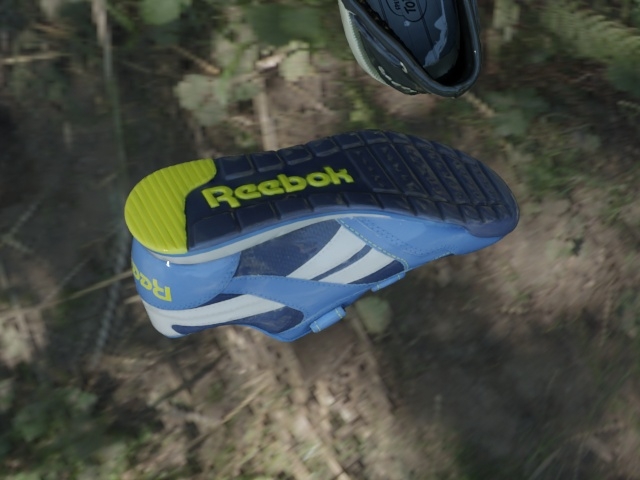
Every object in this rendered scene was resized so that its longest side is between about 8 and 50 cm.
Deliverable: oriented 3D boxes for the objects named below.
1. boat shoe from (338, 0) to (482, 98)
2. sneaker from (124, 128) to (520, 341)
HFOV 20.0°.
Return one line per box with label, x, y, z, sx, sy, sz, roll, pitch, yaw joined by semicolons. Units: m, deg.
boat shoe;0.044;-0.245;1.338;0.127;0.113;0.340;-25;124;-13
sneaker;0.000;0.000;0.641;0.144;0.053;0.059;-7;130;-18
